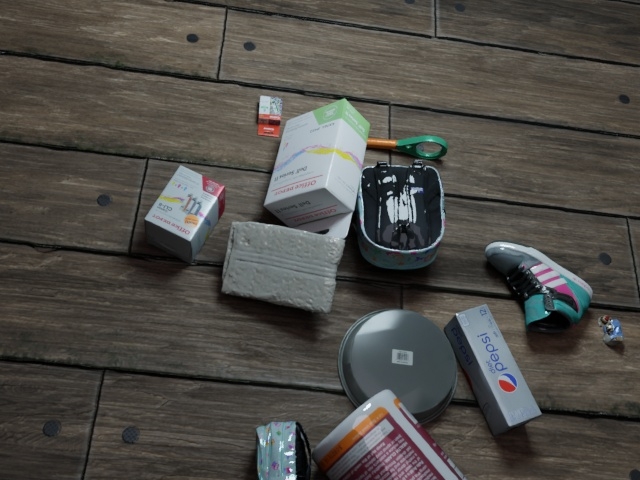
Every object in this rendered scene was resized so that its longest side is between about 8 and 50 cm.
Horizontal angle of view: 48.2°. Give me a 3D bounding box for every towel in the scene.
[{"bbox_3d":[-0.093,0.061,1.696,0.282,0.049,0.187,11,91,12],"label":"towel"}]

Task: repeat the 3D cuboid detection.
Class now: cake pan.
[{"bbox_3d":[0.189,0.289,1.688,0.293,0.054,0.293,4,62,-7],"label":"cake pan"}]

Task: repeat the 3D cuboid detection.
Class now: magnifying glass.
[{"bbox_3d":[0.234,-0.260,1.972,0.230,0.092,0.026,7,65,6],"label":"magnifying glass"}]

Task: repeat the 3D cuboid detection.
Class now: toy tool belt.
[{"bbox_3d":[0.742,0.222,1.813,0.052,0.051,0.083,-2,63,-11],"label":"toy tool belt"}]

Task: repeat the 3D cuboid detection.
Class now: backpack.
[{"bbox_3d":[0.195,-0.048,1.786,0.225,0.191,0.254,1,54,-2],"label":"backpack"},{"bbox_3d":[-0.079,0.470,1.504,0.115,0.152,0.182,-1,57,-5],"label":"backpack"}]

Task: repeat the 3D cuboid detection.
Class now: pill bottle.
[{"bbox_3d":[0.184,0.524,1.468,0.224,0.224,0.392,-34,72,-23],"label":"pill bottle"}]

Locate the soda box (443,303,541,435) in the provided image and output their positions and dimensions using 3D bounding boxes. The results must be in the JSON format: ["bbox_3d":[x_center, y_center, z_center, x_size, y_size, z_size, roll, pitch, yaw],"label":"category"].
[{"bbox_3d":[0.400,0.304,1.689,0.091,0.098,0.286,-15,66,-18],"label":"soda box"}]

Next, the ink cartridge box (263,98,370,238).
[{"bbox_3d":[-0.013,-0.162,1.790,0.119,0.207,0.354,39,49,-39],"label":"ink cartridge box"}]

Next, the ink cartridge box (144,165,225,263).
[{"bbox_3d":[-0.329,-0.061,1.744,0.128,0.127,0.176,25,62,4],"label":"ink cartridge box"}]

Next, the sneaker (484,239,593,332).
[{"bbox_3d":[0.527,0.133,1.791,0.295,0.124,0.178,29,52,5],"label":"sneaker"}]

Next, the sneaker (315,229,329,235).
[{"bbox_3d":[0.000,0.000,1.815,0.058,0.052,0.135,38,72,3],"label":"sneaker"}]

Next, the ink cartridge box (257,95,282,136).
[{"bbox_3d":[-0.140,-0.344,1.977,0.062,0.029,0.115,5,62,-7],"label":"ink cartridge box"}]
